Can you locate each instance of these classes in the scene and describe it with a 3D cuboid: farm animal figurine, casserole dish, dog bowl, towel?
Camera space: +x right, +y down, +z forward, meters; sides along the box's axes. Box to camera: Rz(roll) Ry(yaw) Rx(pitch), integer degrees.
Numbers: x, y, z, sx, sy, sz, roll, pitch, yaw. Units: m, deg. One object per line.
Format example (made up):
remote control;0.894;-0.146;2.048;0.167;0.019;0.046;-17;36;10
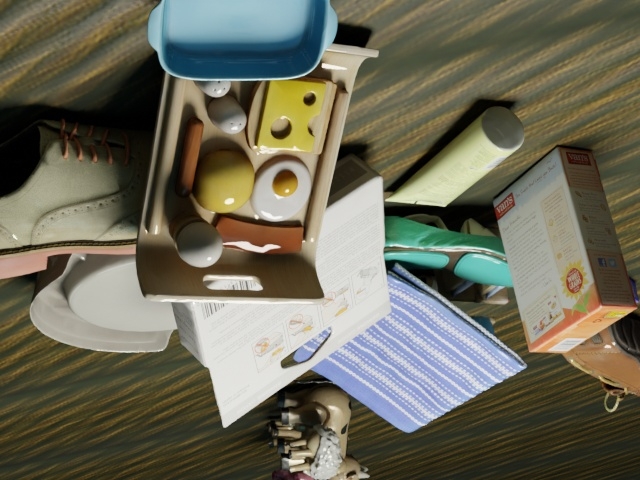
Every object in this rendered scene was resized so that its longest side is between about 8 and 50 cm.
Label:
farm animal figurine;0.003;0.394;2.433;0.172;0.330;0.326;-3;126;-8
casserole dish;-0.078;-0.215;1.255;0.188;0.037;0.114;-3;124;-17
dog bowl;-0.216;0.042;1.725;0.349;0.102;0.349;-8;156;-4
towel;0.117;0.172;1.881;0.243;0.040;0.336;36;146;-8

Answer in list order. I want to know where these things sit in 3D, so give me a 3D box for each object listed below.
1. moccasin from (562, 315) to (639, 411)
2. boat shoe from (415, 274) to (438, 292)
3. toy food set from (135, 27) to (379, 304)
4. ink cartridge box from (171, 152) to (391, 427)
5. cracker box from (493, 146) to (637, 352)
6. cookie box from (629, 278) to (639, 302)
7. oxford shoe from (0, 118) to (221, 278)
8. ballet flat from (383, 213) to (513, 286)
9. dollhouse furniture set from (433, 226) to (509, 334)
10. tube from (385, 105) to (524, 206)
moccasin;0.565;0.231;2.363;0.147;0.139;0.380;-25;151;33
boat shoe;0.128;0.091;2.020;0.135;0.050;0.045;-35;143;25
toy food set;-0.067;-0.075;1.381;0.220;0.092;0.306;3;114;-25
ink cartridge box;-0.044;0.065;1.628;0.296;0.066;0.261;-33;142;-23
cracker box;0.320;0.014;1.697;0.067;0.232;0.156;3;153;-28
cookie box;0.467;0.086;2.133;0.092;0.040;0.107;-22;152;28
oxford shoe;-0.251;-0.070;1.439;0.397;0.140;0.146;-18;135;-3
ballet flat;0.185;0.005;1.794;0.247;0.087;0.083;8;151;-14
dollhouse furniture set;0.268;0.094;1.907;0.129;0.183;0.129;4;152;-28
tube;0.172;-0.094;1.633;0.070;0.062;0.240;42;149;-2
